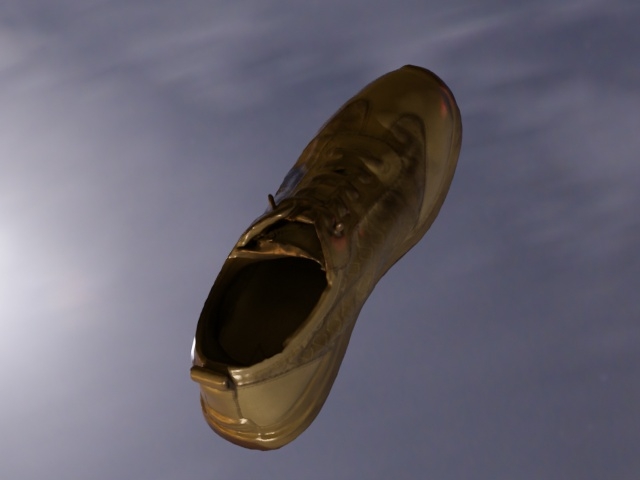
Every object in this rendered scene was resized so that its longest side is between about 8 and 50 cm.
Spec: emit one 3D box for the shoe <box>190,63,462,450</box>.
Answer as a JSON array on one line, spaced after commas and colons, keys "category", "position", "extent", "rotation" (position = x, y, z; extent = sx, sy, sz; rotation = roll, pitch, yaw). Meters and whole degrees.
[{"category": "shoe", "position": [0.000, 0.000, 1.172], "extent": [0.103, 0.098, 0.275], "rotation": [21, -105, 22]}]
